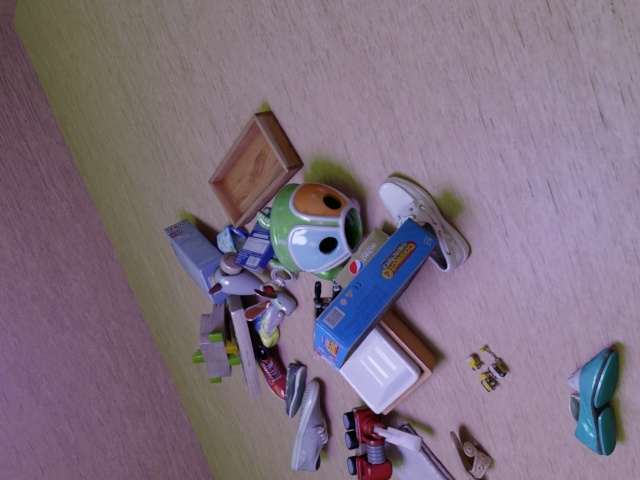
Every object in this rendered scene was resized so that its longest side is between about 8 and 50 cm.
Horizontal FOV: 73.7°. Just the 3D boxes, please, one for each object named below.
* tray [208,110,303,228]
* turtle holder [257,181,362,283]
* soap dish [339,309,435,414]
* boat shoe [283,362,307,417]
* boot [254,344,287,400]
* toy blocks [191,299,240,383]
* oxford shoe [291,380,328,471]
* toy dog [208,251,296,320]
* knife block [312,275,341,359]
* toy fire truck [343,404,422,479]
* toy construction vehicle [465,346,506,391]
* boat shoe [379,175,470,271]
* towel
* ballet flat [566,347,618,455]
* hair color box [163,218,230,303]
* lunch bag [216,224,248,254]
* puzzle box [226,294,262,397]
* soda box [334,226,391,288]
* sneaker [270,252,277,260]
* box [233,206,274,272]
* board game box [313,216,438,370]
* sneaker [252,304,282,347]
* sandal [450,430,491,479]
[{"bbox_3d":[-0.229,-0.219,1.421,0.411,0.076,0.203,-36,82,48],"label":"tray"},{"bbox_3d":[-0.009,-0.002,1.180,0.227,0.243,0.320,2,103,28],"label":"turtle holder"},{"bbox_3d":[0.184,0.352,1.251,0.229,0.118,0.291,46,136,19],"label":"soap dish"},{"bbox_3d":[-0.109,0.590,1.687,0.068,0.081,0.228,18,106,25],"label":"boat shoe"},{"bbox_3d":[-0.190,0.535,1.717,0.244,0.088,0.176,54,164,14],"label":"boot"},{"bbox_3d":[-0.451,0.411,1.866,0.381,0.191,0.261,93,170,-45],"label":"toy blocks"},{"bbox_3d":[-0.029,0.733,1.674,0.130,0.169,0.449,10,115,5],"label":"oxford shoe"},{"bbox_3d":[-0.257,0.184,1.503,0.333,0.161,0.220,16,132,12],"label":"toy dog"},{"bbox_3d":[0.022,0.215,1.263,0.276,0.088,0.242,-120,31,-87],"label":"knife block"},{"bbox_3d":[0.192,0.646,1.326,0.246,0.158,0.217,156,111,-71],"label":"toy fire truck"},{"bbox_3d":[0.416,0.318,1.061,0.098,0.035,0.086,51,149,18],"label":"toy construction vehicle"},{"bbox_3d":[0.230,-0.042,1.012,0.277,0.096,0.098,48,137,17],"label":"boat shoe"},{"bbox_3d":[0.316,0.735,1.367,0.282,0.049,0.187,47,138,18],"label":"towel"},{"bbox_3d":[0.555,0.325,0.882,0.087,0.083,0.247,16,120,57],"label":"ballet flat"},{"bbox_3d":[-0.496,0.077,1.752,0.374,0.113,0.185,35,146,42],"label":"hair color box"},{"bbox_3d":[-0.328,0.022,1.633,0.151,0.096,0.129,55,140,-5],"label":"lunch bag"},{"bbox_3d":[-0.326,0.402,1.772,0.272,0.052,0.409,-135,35,-64],"label":"puzzle box"},{"bbox_3d":[0.120,0.057,1.124,0.058,0.181,0.061,35,176,28],"label":"soda box"},{"bbox_3d":[-0.147,0.028,1.463,0.063,0.073,0.162,49,137,16],"label":"sneaker"},{"bbox_3d":[-0.189,-0.006,1.423,0.136,0.225,0.036,11,159,46],"label":"box"},{"bbox_3d":[0.115,0.139,0.989,0.086,0.308,0.302,39,161,15],"label":"board game box"},{"bbox_3d":[-0.221,0.314,1.677,0.126,0.091,0.240,37,134,29],"label":"sneaker"},{"bbox_3d":[0.434,0.618,1.182,0.079,0.088,0.240,-19,105,18],"label":"sandal"}]
